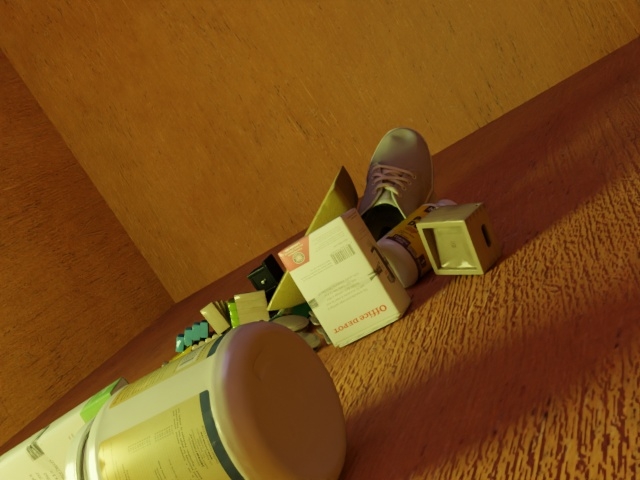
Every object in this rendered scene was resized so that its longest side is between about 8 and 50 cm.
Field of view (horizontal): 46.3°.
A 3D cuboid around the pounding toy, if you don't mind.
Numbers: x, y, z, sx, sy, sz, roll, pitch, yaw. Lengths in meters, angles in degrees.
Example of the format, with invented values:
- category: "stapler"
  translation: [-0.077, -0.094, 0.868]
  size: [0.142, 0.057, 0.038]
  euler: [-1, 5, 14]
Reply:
- category: "pounding toy"
  translation: [0.261, 0.004, 1.386]
  size: [0.130, 0.141, 0.100]
  euler: [-3, 28, 48]

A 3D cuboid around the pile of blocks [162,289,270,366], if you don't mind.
- category: "pile of blocks"
  translation: [-0.293, 0.248, 2.051]
  size: [0.362, 0.149, 0.112]
  euler: [-34, 7, -1]

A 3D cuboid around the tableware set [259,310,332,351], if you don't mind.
- category: "tableware set"
  translation: [-0.053, 0.207, 1.582]
  size: [0.128, 0.039, 0.194]
  euler: [-9, 17, -11]

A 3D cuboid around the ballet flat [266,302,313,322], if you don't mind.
- category: "ballet flat"
  translation: [-0.076, 0.204, 1.737]
  size: [0.241, 0.091, 0.077]
  euler: [-37, -24, -60]

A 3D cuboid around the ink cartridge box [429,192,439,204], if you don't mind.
- category: "ink cartridge box"
  translation: [0.183, -0.028, 1.894]
  size: [0.237, 0.100, 0.172]
  euler: [-26, 5, -9]

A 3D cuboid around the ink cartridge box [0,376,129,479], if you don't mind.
- category: "ink cartridge box"
  translation: [-0.409, 0.400, 1.293]
  size: [0.273, 0.198, 0.115]
  euler: [-32, 7, 0]

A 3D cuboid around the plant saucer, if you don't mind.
- category: "plant saucer"
  translation: [0.000, 0.000, 1.803]
  size: [0.333, 0.081, 0.333]
  euler: [-62, 2, 14]

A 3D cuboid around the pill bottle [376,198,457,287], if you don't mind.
- category: "pill bottle"
  translation: [0.216, 0.000, 1.590]
  size: [0.215, 0.117, 0.117]
  euler: [-38, 8, -32]

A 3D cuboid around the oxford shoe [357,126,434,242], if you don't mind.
- category: "oxford shoe"
  translation: [0.170, -0.110, 1.761]
  size: [0.169, 0.130, 0.449]
  euler: [7, 55, 17]

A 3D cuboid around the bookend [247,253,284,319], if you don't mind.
- category: "bookend"
  translation: [-0.168, 0.147, 2.150]
  size: [0.156, 0.157, 0.072]
  euler: [-29, 7, 23]

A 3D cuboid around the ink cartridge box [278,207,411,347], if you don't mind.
- category: "ink cartridge box"
  translation: [0.049, 0.072, 1.427]
  size: [0.158, 0.218, 0.092]
  euler: [-30, 2, 26]

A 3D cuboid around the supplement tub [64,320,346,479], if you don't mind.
- category: "supplement tub"
  translation: [-0.149, 0.261, 0.956]
  size: [0.316, 0.228, 0.228]
  euler: [-29, 8, 27]
